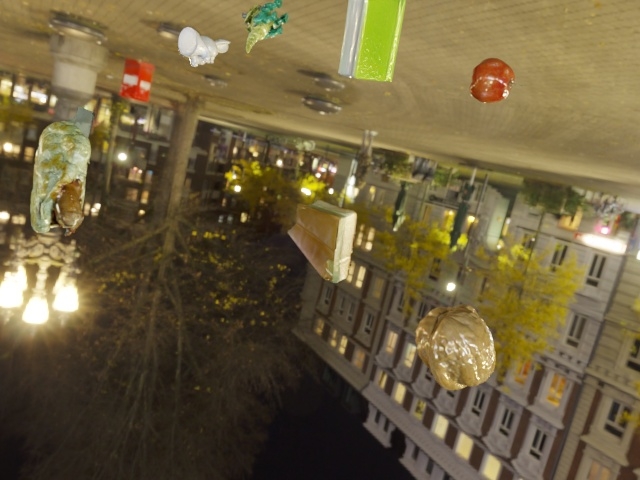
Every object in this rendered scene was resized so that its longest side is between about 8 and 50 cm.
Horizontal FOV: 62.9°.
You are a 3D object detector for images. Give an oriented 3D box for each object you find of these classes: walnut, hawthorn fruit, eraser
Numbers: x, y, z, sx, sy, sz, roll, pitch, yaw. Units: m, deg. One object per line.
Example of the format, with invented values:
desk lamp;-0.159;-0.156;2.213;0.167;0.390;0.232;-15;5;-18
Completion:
walnut;0.407;0.320;1.563;0.257;0.257;0.224;8;177;-37
hawthorn fruit;0.483;-0.448;1.469;0.125;0.125;0.140;10;-165;-26
eraser;0.169;-0.661;1.688;0.210;0.274;0.092;-11;-153;-44

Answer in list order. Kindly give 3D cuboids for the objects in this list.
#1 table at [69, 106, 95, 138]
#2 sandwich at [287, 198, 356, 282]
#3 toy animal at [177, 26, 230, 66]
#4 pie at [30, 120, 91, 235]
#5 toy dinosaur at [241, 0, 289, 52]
table;-0.799;-0.330;1.713;0.062;0.175;0.146;17;168;-32
sandwich;0.000;0.000;1.571;0.186;0.220;0.108;20;-154;32
toy animal;-0.405;-0.685;1.897;0.103;0.131;0.220;-30;174;29
pie;-0.634;-0.148;1.247;0.257;0.275;0.105;1;173;42
toy dinosaur;-0.191;-0.698;1.707;0.153;0.259;0.094;-11;141;17
